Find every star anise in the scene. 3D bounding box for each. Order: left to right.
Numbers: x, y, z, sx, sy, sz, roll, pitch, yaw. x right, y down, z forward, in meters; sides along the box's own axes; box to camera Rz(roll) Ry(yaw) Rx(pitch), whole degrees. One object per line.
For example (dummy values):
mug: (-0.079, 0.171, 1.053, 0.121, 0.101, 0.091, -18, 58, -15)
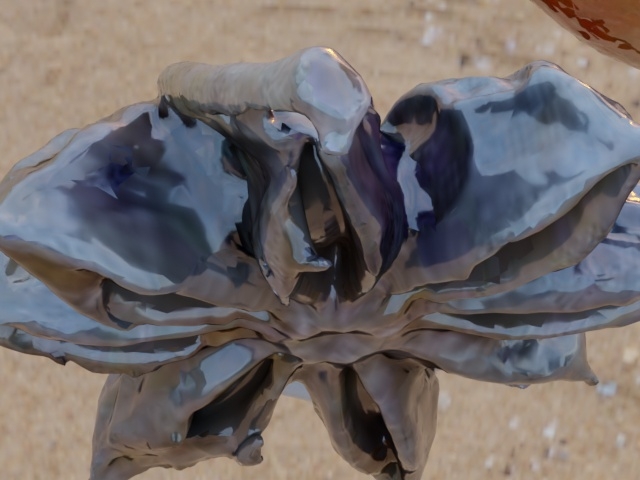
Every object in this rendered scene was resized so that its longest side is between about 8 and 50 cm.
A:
star anise: (0.001, 0.000, 0.515, 0.230, 0.262, 0.081, 0, 64, 6)

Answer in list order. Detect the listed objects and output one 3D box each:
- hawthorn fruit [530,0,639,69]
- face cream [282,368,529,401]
hawthorn fruit: (0.207, -0.240, 1.058, 0.254, 0.300, 0.254, 2, 72, -5)
face cream: (0.017, 0.049, 1.374, 0.291, 0.143, 0.071, 9, 16, 31)
